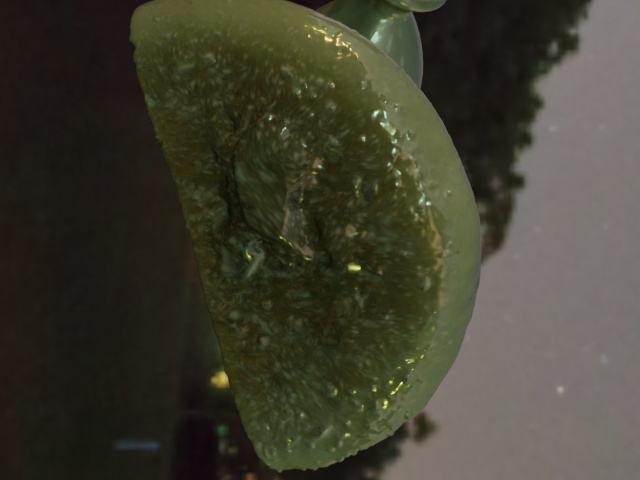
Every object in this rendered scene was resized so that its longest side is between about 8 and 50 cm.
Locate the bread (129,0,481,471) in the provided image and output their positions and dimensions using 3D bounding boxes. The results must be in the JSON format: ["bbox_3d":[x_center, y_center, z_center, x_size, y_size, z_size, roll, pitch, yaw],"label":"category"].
[{"bbox_3d":[0.003,-0.004,0.527,0.036,0.112,0.193,-43,120,-63],"label":"bread"}]

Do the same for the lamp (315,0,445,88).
[{"bbox_3d":[0.036,-0.137,0.971,0.193,0.106,0.106,123,-29,-46],"label":"lamp"}]
